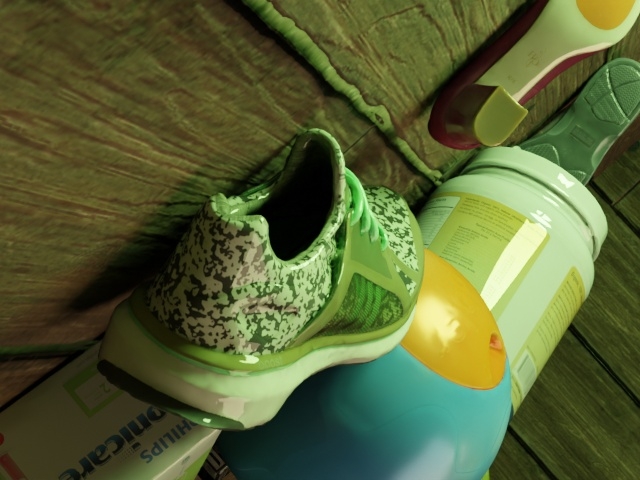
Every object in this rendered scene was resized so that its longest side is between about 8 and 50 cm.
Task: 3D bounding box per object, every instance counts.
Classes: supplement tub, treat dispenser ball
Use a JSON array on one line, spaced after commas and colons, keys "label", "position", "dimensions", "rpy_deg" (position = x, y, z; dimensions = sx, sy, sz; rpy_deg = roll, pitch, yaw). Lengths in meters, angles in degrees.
[{"label": "supplement tub", "position": [0.186, 0.066, 1.708], "dimensions": [0.316, 0.228, 0.228], "rpy_deg": [-54, 176, -23]}, {"label": "treat dispenser ball", "position": [0.034, 0.136, 1.341], "dimensions": [0.288, 0.288, 0.288], "rpy_deg": [-40, 171, -8]}]

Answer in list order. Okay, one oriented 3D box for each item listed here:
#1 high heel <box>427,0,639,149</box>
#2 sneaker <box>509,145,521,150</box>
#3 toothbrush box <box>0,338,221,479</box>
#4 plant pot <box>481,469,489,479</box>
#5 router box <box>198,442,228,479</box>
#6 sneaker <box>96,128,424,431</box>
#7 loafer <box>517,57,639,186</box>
[{"label": "high heel", "position": [0.194, -0.176, 1.283], "dimensions": [0.244, 0.082, 0.117], "rpy_deg": [-53, -159, -6]}, {"label": "sneaker", "position": [0.219, -0.041, 1.888], "dimensions": [0.208, 0.094, 0.081], "rpy_deg": [-36, 171, -23]}, {"label": "toothbrush box", "position": [-0.212, 0.209, 1.194], "dimensions": [0.206, 0.122, 0.283], "rpy_deg": [-37, 171, -24]}, {"label": "plant pot", "position": [0.092, 0.284, 1.916], "dimensions": [0.228, 0.227, 0.207], "rpy_deg": [-30, 130, -52]}, {"label": "router box", "position": [-0.140, 0.340, 2.351], "dimensions": [0.133, 0.046, 0.179], "rpy_deg": [-39, 171, -18]}, {"label": "sneaker", "position": [0.000, 0.000, 1.091], "dimensions": [0.410, 0.158, 0.182], "rpy_deg": [-35, 152, -62]}, {"label": "loafer", "position": [0.346, -0.128, 1.991], "dimensions": [0.302, 0.109, 0.095], "rpy_deg": [-46, 174, 13]}]
